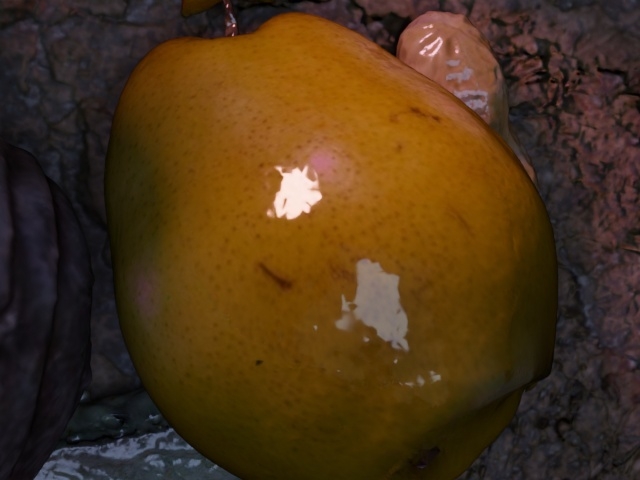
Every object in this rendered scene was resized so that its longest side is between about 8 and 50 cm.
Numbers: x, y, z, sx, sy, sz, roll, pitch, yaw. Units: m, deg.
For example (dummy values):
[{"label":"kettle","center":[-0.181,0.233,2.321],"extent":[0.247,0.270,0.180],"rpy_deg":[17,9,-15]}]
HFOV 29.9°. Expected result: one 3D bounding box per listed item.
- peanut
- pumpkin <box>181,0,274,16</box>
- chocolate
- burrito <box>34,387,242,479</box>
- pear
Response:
[{"label":"peanut","center":[0.110,-0.084,0.874],"extent":[0.080,0.080,0.174],"rpy_deg":[-26,103,-5]},{"label":"pumpkin","center":[-0.065,-0.211,0.848],"extent":[0.073,0.035,0.101],"rpy_deg":[-4,101,-7]},{"label":"chocolate","center":[-0.248,0.044,0.751],"extent":[0.213,0.303,0.303],"rpy_deg":[-35,104,-32]},{"label":"burrito","center":[-0.148,0.156,0.873],"extent":[0.309,0.066,0.096],"rpy_deg":[-10,105,-8]},{"label":"pear","center":[-0.004,0.007,0.773],"extent":[0.285,0.285,0.336],"rpy_deg":[-44,97,-1]}]
